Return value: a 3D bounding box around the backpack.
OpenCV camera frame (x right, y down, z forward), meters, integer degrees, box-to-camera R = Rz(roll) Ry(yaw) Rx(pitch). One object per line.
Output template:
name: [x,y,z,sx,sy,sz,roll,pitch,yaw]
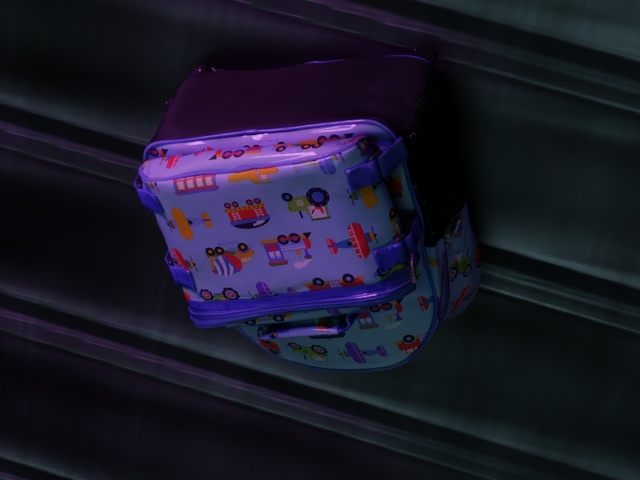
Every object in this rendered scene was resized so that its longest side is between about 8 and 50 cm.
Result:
backpack: [0.000,0.000,0.993,0.158,0.117,0.173,-3,125,21]
